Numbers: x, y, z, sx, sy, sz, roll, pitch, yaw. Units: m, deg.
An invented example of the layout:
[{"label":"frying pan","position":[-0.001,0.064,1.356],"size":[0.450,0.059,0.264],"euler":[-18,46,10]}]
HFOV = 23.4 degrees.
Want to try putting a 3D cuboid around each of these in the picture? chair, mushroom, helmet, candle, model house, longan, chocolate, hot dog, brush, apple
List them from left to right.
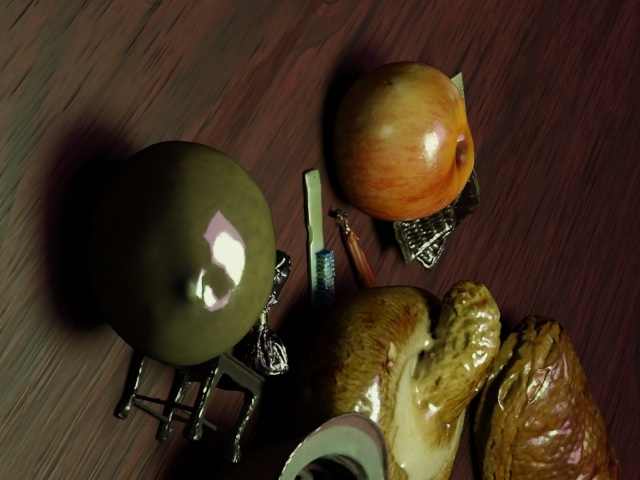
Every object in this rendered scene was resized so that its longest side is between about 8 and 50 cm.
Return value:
[{"label":"longan","position":[-0.136,0.011,1.520],"size":[0.196,0.196,0.220],"euler":[-14,100,-60]},{"label":"chair","position":[-0.122,0.106,1.649],"size":[0.106,0.113,0.229],"euler":[44,60,-58]},{"label":"chocolate","position":[-0.068,0.085,1.806],"size":[0.072,0.070,0.147],"euler":[6,79,-52]},{"label":"helmet","position":[-0.052,0.356,1.723],"size":[0.271,0.197,0.338],"euler":[14,78,-54]},{"label":"brush","position":[0.000,0.000,1.937],"size":[0.033,0.030,0.179],"euler":[-21,113,-49]},{"label":"candle","position":[0.046,0.015,2.031],"size":[0.026,0.021,0.167],"euler":[-44,137,-23]},{"label":"mushroom","position":[0.081,0.209,1.953],"size":[0.345,0.239,0.345],"euler":[-11,107,-37]},{"label":"apple","position":[0.109,-0.127,1.975],"size":[0.209,0.164,0.209],"euler":[-21,114,-62]},{"label":"model house","position":[0.149,-0.027,2.126],"size":[0.152,0.106,0.165],"euler":[-61,139,-40]},{"label":"hot dog","position":[0.362,0.303,2.519],"size":[0.267,0.174,0.388],"euler":[-57,132,-45]}]

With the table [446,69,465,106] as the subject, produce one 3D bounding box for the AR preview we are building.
[{"label":"table","position":[0.160,-0.189,2.163],"size":[0.079,0.062,0.083],"euler":[-40,129,-52]}]
